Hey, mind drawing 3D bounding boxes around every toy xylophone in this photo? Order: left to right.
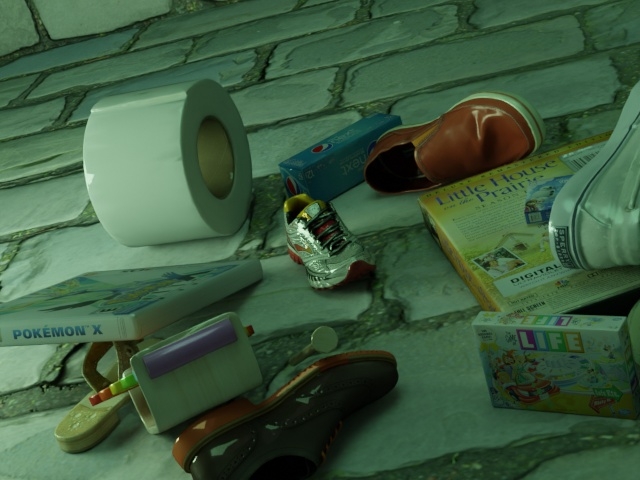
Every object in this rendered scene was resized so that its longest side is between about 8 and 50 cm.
[{"bbox_3d":[-0.119,0.138,1.301,0.236,0.081,0.323,-23,-4,-22],"label":"toy xylophone"}]

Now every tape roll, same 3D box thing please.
[{"bbox_3d":[-0.231,-0.117,1.842,0.169,0.246,0.246,-8,25,22],"label":"tape roll"}]

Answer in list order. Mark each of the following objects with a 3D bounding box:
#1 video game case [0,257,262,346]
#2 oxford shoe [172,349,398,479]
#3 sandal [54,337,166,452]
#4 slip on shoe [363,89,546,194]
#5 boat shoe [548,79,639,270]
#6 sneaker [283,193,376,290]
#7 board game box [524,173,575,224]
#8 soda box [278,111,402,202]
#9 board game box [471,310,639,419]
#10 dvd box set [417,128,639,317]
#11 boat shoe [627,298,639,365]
[{"bbox_3d":[-0.280,0.080,1.585,0.300,0.036,0.329,-5,9,25],"label":"video game case"},{"bbox_3d":[-0.015,0.199,1.241,0.271,0.097,0.098,-23,57,-29],"label":"oxford shoe"},{"bbox_3d":[-0.257,0.156,1.466,0.088,0.079,0.240,-5,26,24],"label":"sandal"},{"bbox_3d":[0.187,-0.129,1.720,0.331,0.123,0.101,-12,30,49],"label":"slip on shoe"},{"bbox_3d":[0.406,-0.091,1.349,0.156,0.135,0.367,5,35,40],"label":"boat shoe"},{"bbox_3d":[0.000,0.000,1.620,0.088,0.092,0.225,-24,26,-17],"label":"sneaker"},{"bbox_3d":[0.300,-0.054,1.477,0.090,0.020,0.090,-9,24,17],"label":"board game box"},{"bbox_3d":[0.040,-0.130,1.902,0.210,0.071,0.067,-30,26,-28],"label":"soda box"},{"bbox_3d":[0.235,0.123,1.188,0.154,0.103,0.026,0,29,34],"label":"board game box"},{"bbox_3d":[0.318,-0.007,1.468,0.308,0.062,0.420,-19,24,-4],"label":"dvd box set"},{"bbox_3d":[0.356,0.118,1.169,0.081,0.069,0.227,-41,16,20],"label":"boat shoe"}]
